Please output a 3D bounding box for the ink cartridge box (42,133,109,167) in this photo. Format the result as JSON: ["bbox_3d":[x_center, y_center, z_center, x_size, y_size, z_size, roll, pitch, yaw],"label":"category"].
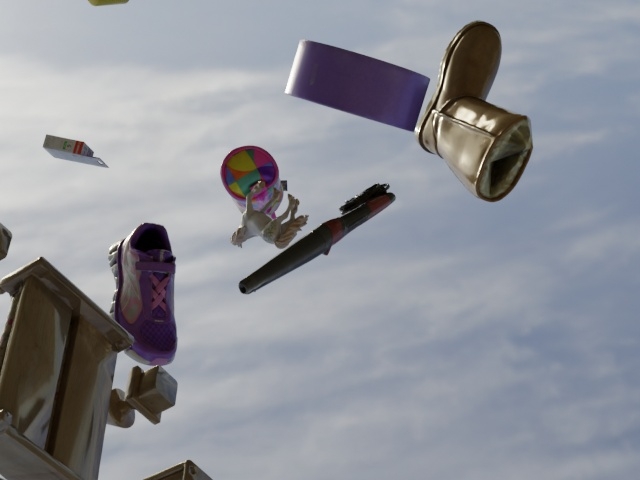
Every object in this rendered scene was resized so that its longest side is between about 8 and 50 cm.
[{"bbox_3d":[-0.454,-0.167,2.129,0.115,0.063,0.029,11,-102,9],"label":"ink cartridge box"}]

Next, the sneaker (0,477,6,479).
[{"bbox_3d":[-0.462,0.330,1.553,0.083,0.037,0.031,10,-107,-18],"label":"sneaker"}]

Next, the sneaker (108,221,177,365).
[{"bbox_3d":[-0.245,0.067,1.634,0.095,0.104,0.236,13,-134,-33],"label":"sneaker"}]

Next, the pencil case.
[{"bbox_3d":[-0.112,-0.095,1.938,0.104,0.104,0.236,3,173,3],"label":"pencil case"}]

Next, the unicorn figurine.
[{"bbox_3d":[-0.089,-0.029,1.744,0.060,0.111,0.162,27,180,-31],"label":"unicorn figurine"}]

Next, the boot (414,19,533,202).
[{"bbox_3d":[0.250,-0.198,1.697,0.089,0.236,0.269,17,-167,-19],"label":"boot"}]

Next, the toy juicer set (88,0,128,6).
[{"bbox_3d":[-0.291,-0.489,1.820,0.089,0.209,0.329,-24,-161,-34],"label":"toy juicer set"}]

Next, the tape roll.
[{"bbox_3d":[0.051,-0.213,1.572,0.189,0.080,0.189,16,-173,-2],"label":"tape roll"}]

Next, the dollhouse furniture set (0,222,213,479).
[{"bbox_3d":[-0.272,0.210,1.025,0.174,0.355,0.303,-27,-144,21],"label":"dollhouse furniture set"}]

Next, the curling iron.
[{"bbox_3d":[0.000,0.000,1.335,0.068,0.035,0.274,-26,-172,46],"label":"curling iron"}]
